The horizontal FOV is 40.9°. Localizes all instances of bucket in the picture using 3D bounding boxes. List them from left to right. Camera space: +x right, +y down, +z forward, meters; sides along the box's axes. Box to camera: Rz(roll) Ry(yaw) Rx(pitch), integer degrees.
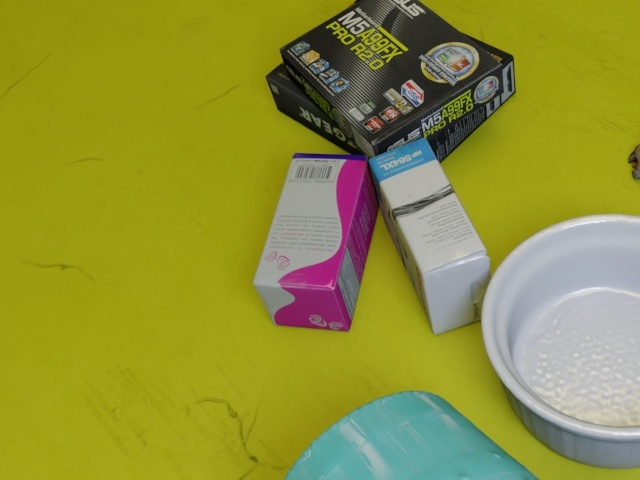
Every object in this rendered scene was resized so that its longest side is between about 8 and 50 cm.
[{"bbox_3d":[0.092,0.294,0.820,0.281,0.281,0.183,-36,44,-11],"label":"bucket"}]

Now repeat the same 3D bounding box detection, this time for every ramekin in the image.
[{"bbox_3d":[0.326,0.119,0.965,0.277,0.135,0.277,-8,52,10],"label":"ramekin"}]

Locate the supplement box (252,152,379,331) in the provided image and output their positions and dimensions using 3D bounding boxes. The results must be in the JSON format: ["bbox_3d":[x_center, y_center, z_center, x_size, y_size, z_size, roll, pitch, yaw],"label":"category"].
[{"bbox_3d":[0.000,0.000,1.163,0.111,0.114,0.220,4,54,18],"label":"supplement box"}]

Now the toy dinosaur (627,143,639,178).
[{"bbox_3d":[0.553,-0.098,1.076,0.296,0.127,0.200,4,48,12],"label":"toy dinosaur"}]

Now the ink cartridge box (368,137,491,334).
[{"bbox_3d":[0.142,-0.005,1.101,0.086,0.148,0.203,-20,51,0],"label":"ink cartridge box"}]

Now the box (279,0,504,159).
[{"bbox_3d":[0.097,-0.248,1.247,0.216,0.060,0.270,-33,52,-8],"label":"box"}]

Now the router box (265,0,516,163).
[{"bbox_3d":[0.106,-0.244,1.334,0.243,0.081,0.309,-44,55,-17],"label":"router box"}]
